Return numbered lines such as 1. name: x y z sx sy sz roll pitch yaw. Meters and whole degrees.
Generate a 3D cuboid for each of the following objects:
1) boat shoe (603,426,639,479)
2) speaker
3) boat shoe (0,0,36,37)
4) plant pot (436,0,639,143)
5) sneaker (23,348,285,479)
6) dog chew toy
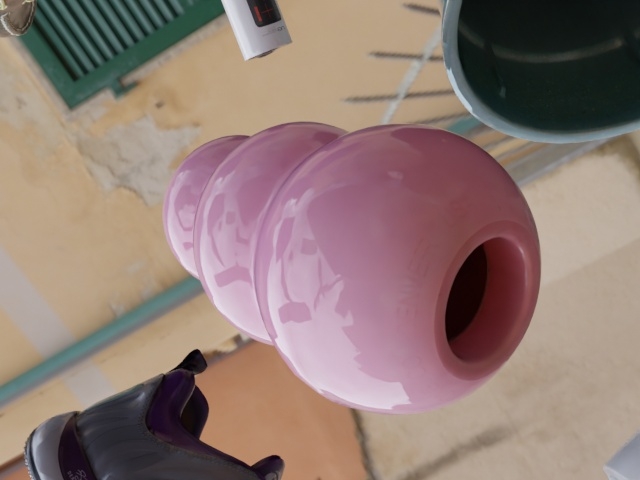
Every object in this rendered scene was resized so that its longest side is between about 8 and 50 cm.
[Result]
1. boat shoe: 0.196 0.082 0.199 0.121 0.119 0.335 45 170 -17
2. speaker: -0.076 -0.254 0.995 0.055 0.055 0.136 -64 -46 -77
3. boat shoe: -0.314 -0.275 0.954 0.305 0.091 0.109 114 167 -75
4. plant pot: 0.210 -0.319 0.814 0.341 0.341 0.334 46 -159 -53
5. sneaker: -0.040 0.144 0.409 0.224 0.098 0.083 52 168 28
6. dog chew toy: 0.000 0.000 0.746 0.331 0.207 0.207 20 156 45
